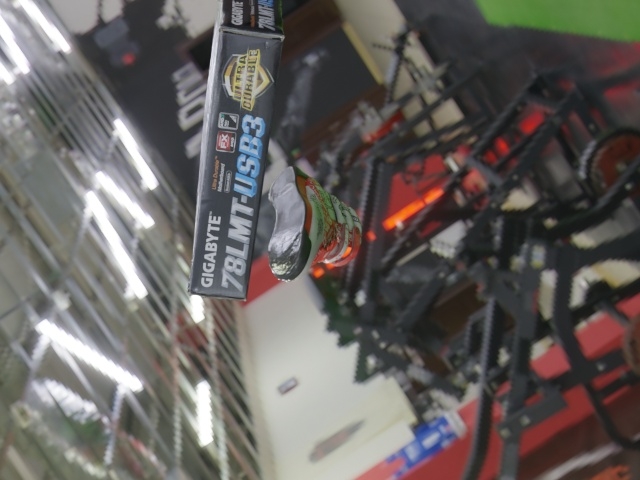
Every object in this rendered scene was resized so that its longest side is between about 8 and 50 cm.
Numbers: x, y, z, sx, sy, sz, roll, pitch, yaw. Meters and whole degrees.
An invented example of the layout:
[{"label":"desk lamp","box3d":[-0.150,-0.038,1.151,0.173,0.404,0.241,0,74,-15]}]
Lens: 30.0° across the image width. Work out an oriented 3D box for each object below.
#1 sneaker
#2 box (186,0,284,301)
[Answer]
[{"label":"sneaker","box3d":[0.001,-0.001,1.774,0.145,0.090,0.270,36,-158,-22]},{"label":"box","box3d":[-0.091,-0.131,1.293,0.293,0.073,0.296,-92,10,-63]}]
